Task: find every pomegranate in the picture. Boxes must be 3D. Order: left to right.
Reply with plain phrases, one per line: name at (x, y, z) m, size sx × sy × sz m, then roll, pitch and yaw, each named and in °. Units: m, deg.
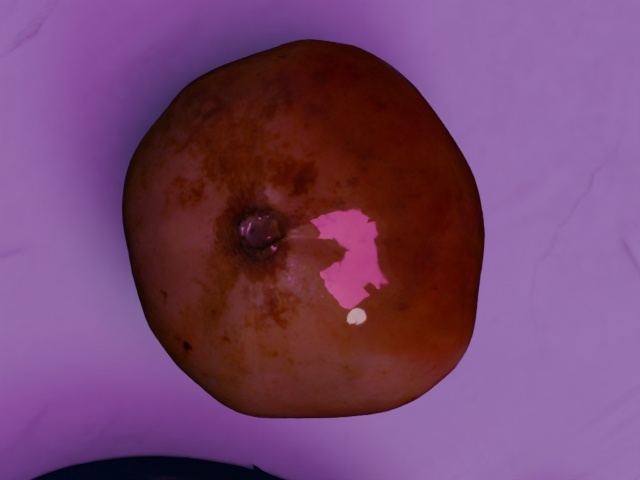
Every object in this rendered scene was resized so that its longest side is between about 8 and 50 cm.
pomegranate at (0.000, 0.000, 1.307) m, size 0.229 × 0.270 × 0.252 m, roll -25°, pitch 76°, yaw 17°

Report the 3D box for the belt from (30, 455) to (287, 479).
belt at (-0.066, 0.323, 1.383) m, size 0.436 × 0.173 × 0.300 m, roll 22°, pitch 94°, yaw -19°
